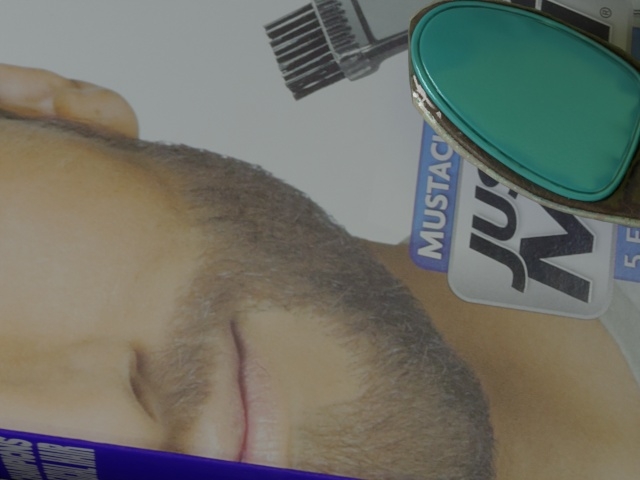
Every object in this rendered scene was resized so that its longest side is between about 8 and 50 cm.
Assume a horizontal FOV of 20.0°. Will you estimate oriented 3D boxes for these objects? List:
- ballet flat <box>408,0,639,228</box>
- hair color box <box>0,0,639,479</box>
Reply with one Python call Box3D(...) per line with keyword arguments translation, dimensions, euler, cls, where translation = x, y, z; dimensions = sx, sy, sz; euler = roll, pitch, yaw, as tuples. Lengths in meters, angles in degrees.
Box3D(translation=(0.100, -0.023, 0.565), dimensions=(0.168, 0.052, 0.057), euler=(26, 80, 8), cls="ballet flat")
Box3D(translation=(0.000, 0.000, 0.629), dimensions=(0.339, 0.110, 0.185), euler=(8, 74, -2), cls="hair color box")
